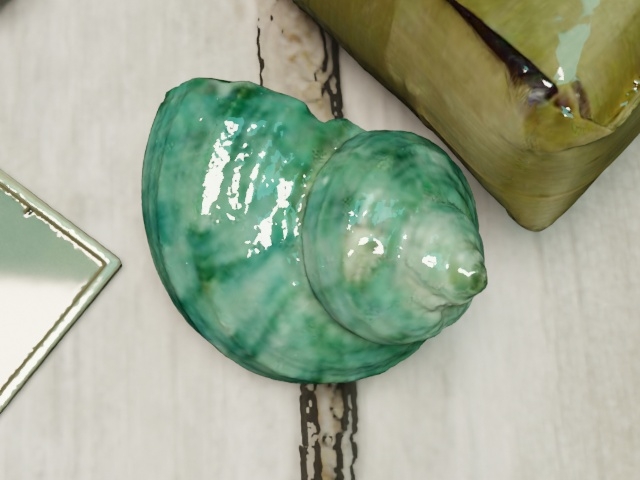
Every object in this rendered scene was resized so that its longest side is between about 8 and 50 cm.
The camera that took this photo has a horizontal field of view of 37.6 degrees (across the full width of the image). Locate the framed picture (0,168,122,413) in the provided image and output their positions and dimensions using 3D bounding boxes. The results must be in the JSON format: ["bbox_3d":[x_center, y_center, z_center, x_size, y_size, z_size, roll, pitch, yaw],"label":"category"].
[{"bbox_3d":[-0.243,0.009,0.555,0.203,0.015,0.150,37,71,-2],"label":"framed picture"}]

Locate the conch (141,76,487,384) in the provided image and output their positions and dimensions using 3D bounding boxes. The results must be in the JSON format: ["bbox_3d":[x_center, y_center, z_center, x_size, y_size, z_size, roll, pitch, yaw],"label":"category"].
[{"bbox_3d":[0.002,0.001,0.531,0.202,0.196,0.134,-9,49,28],"label":"conch"}]

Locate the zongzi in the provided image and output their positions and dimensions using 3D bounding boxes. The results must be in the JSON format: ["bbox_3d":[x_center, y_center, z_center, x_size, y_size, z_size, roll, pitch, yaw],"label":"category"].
[{"bbox_3d":[0.144,-0.256,0.589,0.393,0.174,0.356,-42,71,-7],"label":"zongzi"}]
